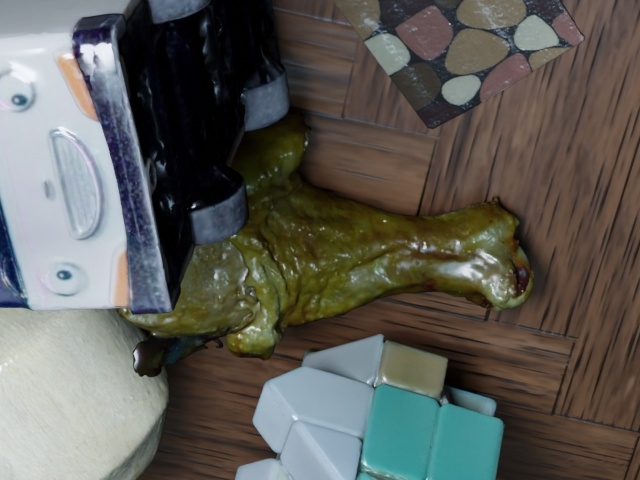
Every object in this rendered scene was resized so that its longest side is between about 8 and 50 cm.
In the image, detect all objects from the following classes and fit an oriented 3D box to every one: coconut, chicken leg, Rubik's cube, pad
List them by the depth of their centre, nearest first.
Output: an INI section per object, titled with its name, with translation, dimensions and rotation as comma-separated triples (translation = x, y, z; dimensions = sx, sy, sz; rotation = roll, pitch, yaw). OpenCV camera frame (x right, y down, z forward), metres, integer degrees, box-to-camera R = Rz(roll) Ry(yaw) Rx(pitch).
[pad]
translation = 0.089, -0.216, 1.431
dimensions = 0.158, 0.003, 0.235
rotation = -31, 111, 20
[chicken leg]
translation = -0.010, -0.012, 1.490
dimensions = 0.361, 0.140, 0.211
rotation = -12, 104, -12
[coconut]
translation = -0.272, 0.116, 1.518
dimensions = 0.237, 0.237, 0.266
rotation = -23, 119, 17
[Rubik's cube]
translation = 0.031, 0.218, 1.527
dimensions = 0.213, 0.265, 0.224
rotation = 16, 143, -4

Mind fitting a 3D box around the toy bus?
[toy bus]
translation = -0.175, -0.129, 1.261
dimensions = 0.249, 0.440, 0.209
rotation = -4, 117, 10
